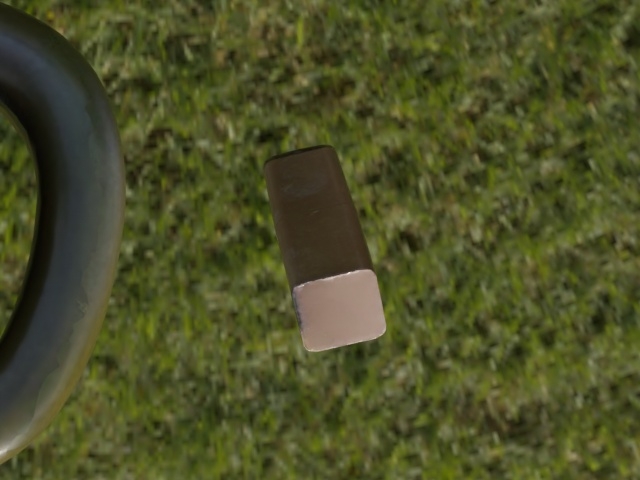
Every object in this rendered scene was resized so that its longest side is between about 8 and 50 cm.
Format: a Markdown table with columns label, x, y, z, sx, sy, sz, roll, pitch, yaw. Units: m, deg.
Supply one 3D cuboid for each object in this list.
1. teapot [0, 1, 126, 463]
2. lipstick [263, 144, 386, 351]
| label | x | y | z | sx | sy | sz | roll | pitch | yaw |
| --- | --- | --- | --- | --- | --- | --- | --- | --- | --- |
| teapot | -0.169 | -0.028 | 0.306 | 0.268 | 0.185 | 0.175 | 10 | 82 | -10 |
| lipstick | 0.000 | 0.000 | 0.873 | 0.045 | 0.145 | 0.045 | -12 | 119 | -2 |
